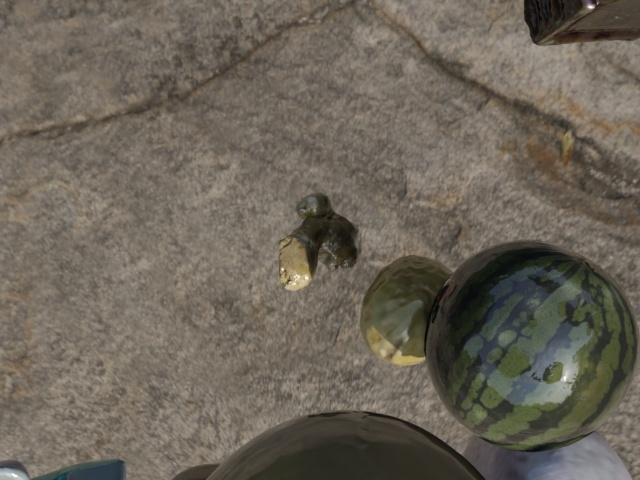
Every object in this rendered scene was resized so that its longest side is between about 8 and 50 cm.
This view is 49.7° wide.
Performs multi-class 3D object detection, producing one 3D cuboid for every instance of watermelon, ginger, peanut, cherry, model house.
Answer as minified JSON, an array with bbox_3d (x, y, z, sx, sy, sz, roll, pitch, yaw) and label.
[{"bbox_3d":[0.207,0.106,0.698,0.212,0.212,0.212,1,64,-1],"label":"watermelon"},{"bbox_3d":[0.003,0.010,1.048,0.058,0.133,0.214,-22,30,32],"label":"ginger"},{"bbox_3d":[0.126,0.092,0.946,0.146,0.305,0.147,0,87,6],"label":"peanut"},{"bbox_3d":[0.302,0.406,0.950,0.291,0.326,0.335,10,101,8],"label":"cherry"},{"bbox_3d":[0.228,-0.232,0.540,0.106,0.152,0.166,-16,99,-44],"label":"model house"}]

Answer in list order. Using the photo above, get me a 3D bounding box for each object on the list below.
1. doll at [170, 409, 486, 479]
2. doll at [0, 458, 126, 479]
[{"bbox_3d":[0.010,0.191,0.320,0.234,0.330,0.175,3,102,-2],"label":"doll"},{"bbox_3d":[-0.246,0.280,0.531,0.258,0.195,0.153,-49,28,8],"label":"doll"}]
